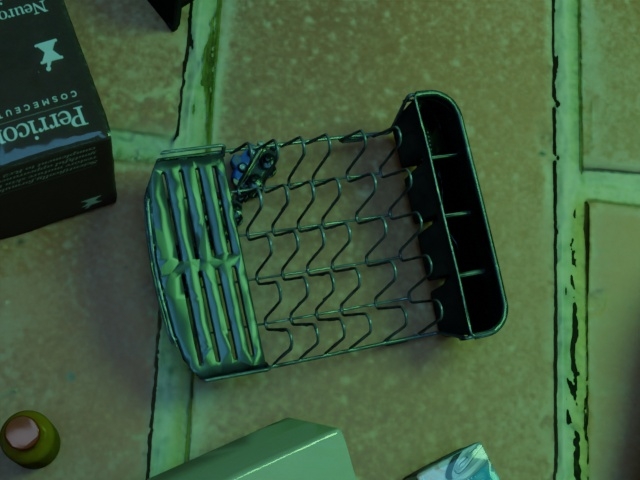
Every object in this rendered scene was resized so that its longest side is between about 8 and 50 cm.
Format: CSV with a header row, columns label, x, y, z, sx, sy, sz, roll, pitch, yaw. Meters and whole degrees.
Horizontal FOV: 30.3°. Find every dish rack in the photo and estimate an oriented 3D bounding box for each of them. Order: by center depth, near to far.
label,x,y,z,sx,sy,sz,roll,pitch,yaw
dish rack,0.000,0.000,0.946,0.271,0.074,0.208,-9,80,-21

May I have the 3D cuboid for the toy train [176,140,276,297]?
label,x,y,z,sx,sy,sz,roll,pitch,yaw
toy train,-0.085,-0.021,0.983,0.036,0.027,0.158,30,72,11

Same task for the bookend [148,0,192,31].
label,x,y,z,sx,sy,sz,roll,pitch,yaw
bookend,-0.113,-0.295,1.029,0.156,0.072,0.157,-36,83,-16

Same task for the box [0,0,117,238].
label,x,y,z,sx,sy,sz,roll,pitch,yaw
box,-0.267,-0.118,0.906,0.168,0.167,0.203,-19,79,-13

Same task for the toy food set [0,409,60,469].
label,x,y,z,sx,sy,sz,roll,pitch,yaw
toy food set,-0.309,0.107,0.870,0.232,0.104,0.111,40,73,3

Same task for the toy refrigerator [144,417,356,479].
label,x,y,z,sx,sy,sz,roll,pitch,yaw
toy refrigerator,-0.104,0.225,0.837,0.269,0.094,0.102,-21,99,-29

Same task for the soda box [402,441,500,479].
label,x,y,z,sx,sy,sz,roll,pitch,yaw
soda box,0.136,0.254,0.924,0.063,0.058,0.183,-25,81,-14
